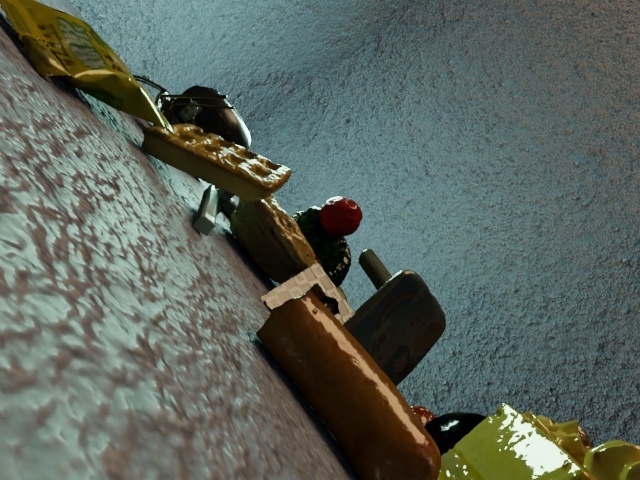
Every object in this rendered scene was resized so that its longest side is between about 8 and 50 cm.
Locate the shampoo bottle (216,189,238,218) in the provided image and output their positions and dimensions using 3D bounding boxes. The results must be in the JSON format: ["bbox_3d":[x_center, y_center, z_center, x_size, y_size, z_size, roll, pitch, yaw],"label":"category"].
[{"bbox_3d":[-0.257,-0.077,1.339,0.087,0.049,0.233,51,-2,39],"label":"shampoo bottle"}]

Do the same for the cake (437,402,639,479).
[{"bbox_3d":[0.299,0.360,0.536,0.222,0.286,0.227,51,-3,-1],"label":"cake"}]

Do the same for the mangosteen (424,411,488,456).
[{"bbox_3d":[0.291,0.446,0.803,0.243,0.243,0.243,51,-2,3],"label":"mangosteen"}]

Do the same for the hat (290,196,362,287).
[{"bbox_3d":[0.000,0.000,1.293,0.274,0.242,0.332,56,-42,17],"label":"hat"}]

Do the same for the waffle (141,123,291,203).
[{"bbox_3d":[-0.206,-0.162,0.870,0.274,0.057,0.168,25,22,2],"label":"waffle"}]

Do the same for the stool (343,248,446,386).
[{"bbox_3d":[0.151,0.223,1.202,0.310,0.310,0.226,54,-11,-35],"label":"stool"}]

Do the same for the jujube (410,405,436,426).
[{"bbox_3d":[0.284,0.541,1.238,0.112,0.109,0.176,9,-14,25],"label":"jujube"}]

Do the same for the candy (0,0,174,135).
[{"bbox_3d":[-0.356,-0.277,0.675,0.187,0.081,0.297,51,10,9],"label":"candy"}]

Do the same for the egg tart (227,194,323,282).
[{"bbox_3d":[-0.124,-0.008,1.073,0.352,0.150,0.352,54,-2,3],"label":"egg tart"}]

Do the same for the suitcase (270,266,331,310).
[{"bbox_3d":[-0.041,0.129,0.920,0.126,0.086,0.059,50,-9,-2],"label":"suitcase"}]

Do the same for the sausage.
[{"bbox_3d":[0.032,0.185,0.519,0.270,0.109,0.109,49,-3,17],"label":"sausage"}]

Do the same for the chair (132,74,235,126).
[{"bbox_3d":[-0.391,-0.318,1.074,0.326,0.170,0.160,7,6,-4],"label":"chair"}]

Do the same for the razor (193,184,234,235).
[{"bbox_3d":[-0.211,-0.071,0.824,0.056,0.111,0.278,41,9,-15],"label":"razor"}]

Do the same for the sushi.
[{"bbox_3d":[-0.026,0.136,0.839,0.139,0.031,0.201,53,35,7],"label":"sushi"}]

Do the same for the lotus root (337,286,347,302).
[{"bbox_3d":[0.004,0.182,1.493,0.145,0.128,0.260,17,17,-27],"label":"lotus root"}]

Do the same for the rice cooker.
[{"bbox_3d":[-0.358,-0.337,1.319,0.267,0.224,0.267,49,-2,2],"label":"rice cooker"}]
